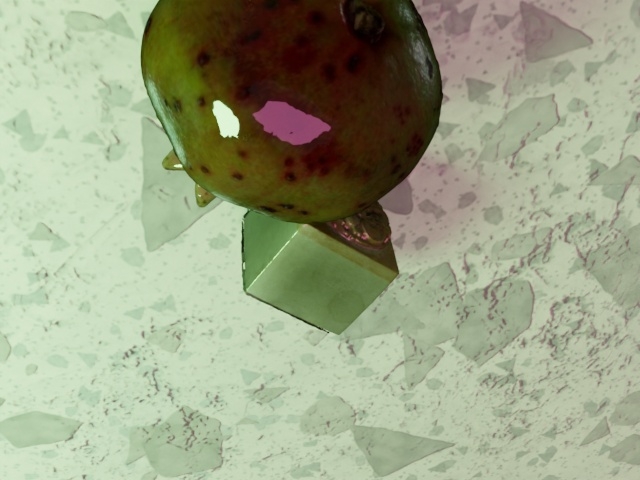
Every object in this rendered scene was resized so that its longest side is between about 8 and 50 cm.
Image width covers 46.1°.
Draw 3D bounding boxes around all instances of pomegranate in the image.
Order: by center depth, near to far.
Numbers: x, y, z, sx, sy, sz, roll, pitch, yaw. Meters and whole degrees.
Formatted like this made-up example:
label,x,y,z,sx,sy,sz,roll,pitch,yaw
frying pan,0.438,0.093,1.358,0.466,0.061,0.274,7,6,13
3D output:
label,x,y,z,sx,sy,sz,roll,pitch,yaw
pomegranate,-0.030,-0.148,0.755,0.291,0.290,0.323,0,169,-10

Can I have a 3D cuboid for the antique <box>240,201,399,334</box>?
label,x,y,z,sx,sy,sz,roll,pitch,yaw
antique,0.000,0.000,0.915,0.147,0.152,0.148,27,121,-25
